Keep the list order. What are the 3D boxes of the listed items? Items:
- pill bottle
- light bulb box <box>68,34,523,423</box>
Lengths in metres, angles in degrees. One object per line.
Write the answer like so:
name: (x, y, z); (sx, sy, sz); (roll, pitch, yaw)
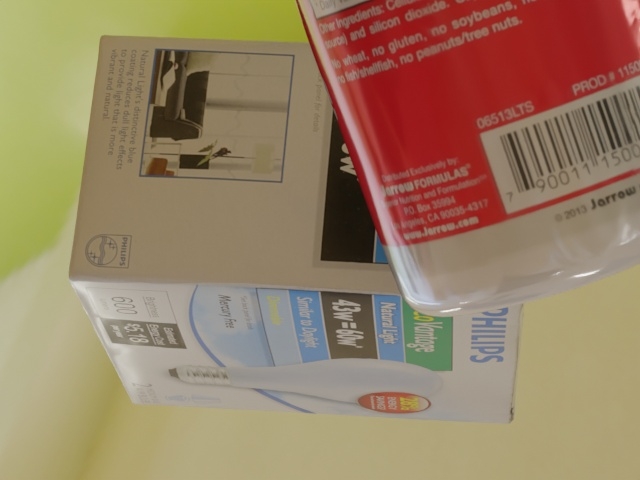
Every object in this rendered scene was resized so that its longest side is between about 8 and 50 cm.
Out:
pill bottle: (0.094, -0.177, 1.242); (0.229, 0.407, 0.229); (-19, -174, 2)
light bulb box: (0.000, 0.000, 1.727); (0.358, 0.361, 0.225); (78, 15, -69)
